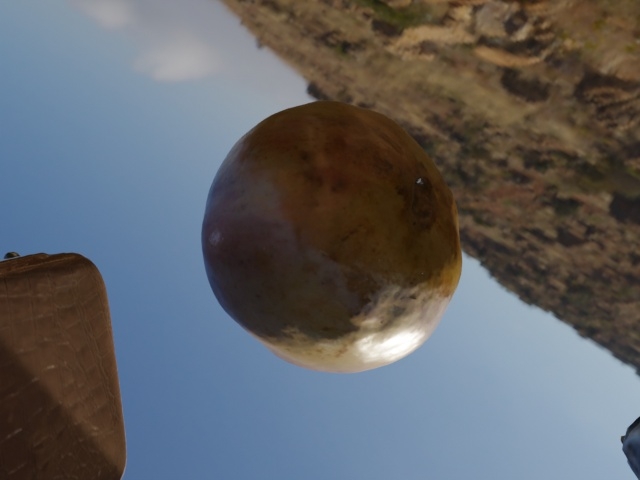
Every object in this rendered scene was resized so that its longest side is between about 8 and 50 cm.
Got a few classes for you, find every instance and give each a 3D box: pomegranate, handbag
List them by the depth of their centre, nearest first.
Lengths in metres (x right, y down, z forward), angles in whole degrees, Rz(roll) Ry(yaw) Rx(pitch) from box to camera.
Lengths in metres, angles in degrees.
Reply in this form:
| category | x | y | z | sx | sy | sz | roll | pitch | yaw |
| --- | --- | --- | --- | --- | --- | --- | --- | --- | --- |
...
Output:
| category | x | y | z | sx | sy | sz | roll | pitch | yaw |
| --- | --- | --- | --- | --- | --- | --- | --- | --- | --- |
| handbag | -0.173 | 0.087 | 0.437 | 0.072 | 0.151 | 0.193 | -8 | -173 | 25 |
| pomegranate | 0.000 | 0.000 | 1.163 | 0.338 | 0.338 | 0.338 | 29 | -172 | -5 |

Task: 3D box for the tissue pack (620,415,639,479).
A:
| category | x | y | z | sx | sy | sz | roll | pitch | yaw |
| --- | --- | --- | --- | --- | --- | --- | --- | --- | --- |
| tissue pack | 0.330 | 0.079 | 0.386 | 0.122 | 0.361 | 0.259 | 22 | -150 | -38 |
